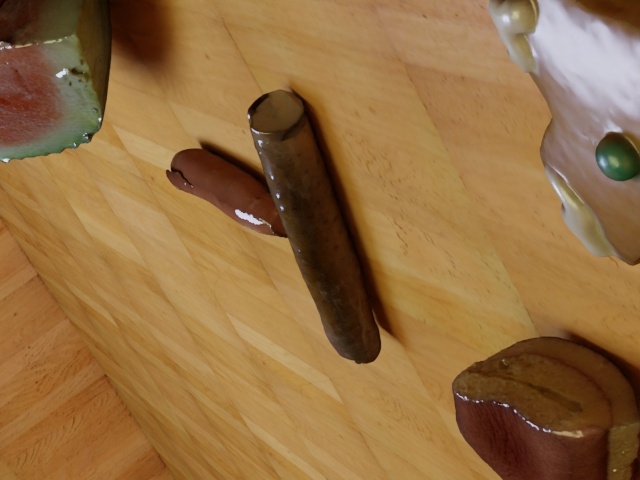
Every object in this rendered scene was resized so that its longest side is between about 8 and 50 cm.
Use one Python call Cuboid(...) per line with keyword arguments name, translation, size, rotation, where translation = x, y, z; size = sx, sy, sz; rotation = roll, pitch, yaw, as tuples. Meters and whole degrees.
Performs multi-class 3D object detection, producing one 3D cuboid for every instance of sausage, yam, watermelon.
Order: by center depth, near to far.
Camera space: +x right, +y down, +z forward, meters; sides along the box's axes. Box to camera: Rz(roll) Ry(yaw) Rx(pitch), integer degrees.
Cuboid(name="yam", translation=(0.000, 0.000, 1.126), size=(0.046, 0.046, 0.264), rotation=(40, 158, 41))
Cuboid(name="watermelon", translation=(-0.274, -0.161, 1.262), size=(0.232, 0.193, 0.310), rotation=(32, 174, -9))
Cuboid(name="sausage", translation=(-0.076, -0.041, 1.271), size=(0.177, 0.040, 0.047), rotation=(29, 150, 54))

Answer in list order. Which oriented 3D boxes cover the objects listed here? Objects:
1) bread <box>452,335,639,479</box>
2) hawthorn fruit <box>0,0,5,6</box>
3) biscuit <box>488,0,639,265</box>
Cuboid(name="bread", translation=(0.138, 0.110, 0.917), size=(0.119, 0.067, 0.192), rotation=(39, 162, 22))
Cuboid(name="hawthorn fruit", translation=(-0.381, -0.260, 1.003), size=(0.403, 0.403, 0.403), rotation=(48, 164, 19))
Cuboid(name="biscuit", translation=(0.173, -0.021, 0.570), size=(0.340, 0.047, 0.216), rotation=(34, 157, 51))
